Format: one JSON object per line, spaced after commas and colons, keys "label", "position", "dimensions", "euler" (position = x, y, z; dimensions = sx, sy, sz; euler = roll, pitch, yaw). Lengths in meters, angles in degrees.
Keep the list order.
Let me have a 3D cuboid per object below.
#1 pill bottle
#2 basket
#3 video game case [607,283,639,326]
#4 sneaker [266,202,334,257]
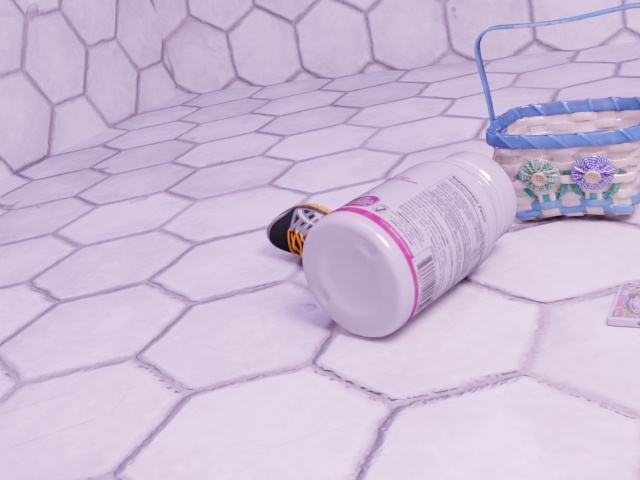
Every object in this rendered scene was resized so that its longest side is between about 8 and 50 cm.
{"label": "pill bottle", "position": [0.124, -0.008, 1.059], "dimensions": [0.160, 0.161, 0.283], "euler": [8, 27, 41]}
{"label": "basket", "position": [0.367, -0.181, 1.195], "dimensions": [0.254, 0.289, 0.201], "euler": [-3, 17, 28]}
{"label": "video game case", "position": [0.389, 0.073, 0.919], "dimensions": [0.122, 0.011, 0.087], "euler": [1, 24, 30]}
{"label": "sneaker", "position": [0.000, 0.000, 1.219], "dimensions": [0.214, 0.084, 0.083], "euler": [6, 31, 36]}
